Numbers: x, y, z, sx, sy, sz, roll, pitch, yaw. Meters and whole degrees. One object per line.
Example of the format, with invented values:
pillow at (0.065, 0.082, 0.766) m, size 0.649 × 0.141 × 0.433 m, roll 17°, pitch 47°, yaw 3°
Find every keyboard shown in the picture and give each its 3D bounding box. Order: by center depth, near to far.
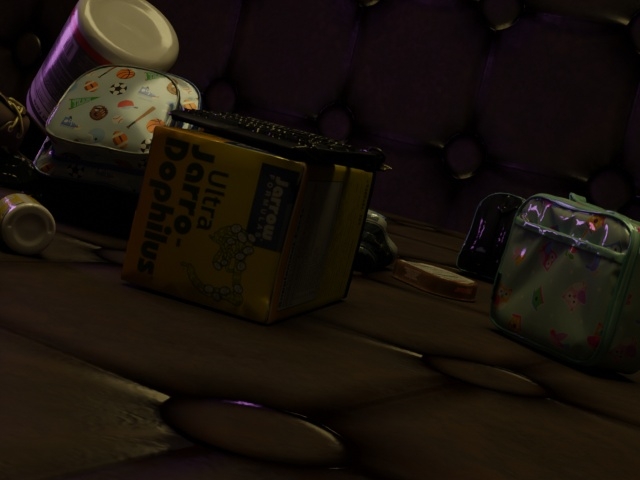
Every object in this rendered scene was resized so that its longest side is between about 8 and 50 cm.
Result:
keyboard at (-0.037, -0.128, 1.412) m, size 0.201 × 0.033 × 0.317 m, roll 9°, pitch 9°, yaw -38°

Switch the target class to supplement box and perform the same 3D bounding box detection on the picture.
supplement box at (-0.078, -0.026, 1.445) m, size 0.195 × 0.194 × 0.356 m, roll 15°, pitch 6°, yaw 15°

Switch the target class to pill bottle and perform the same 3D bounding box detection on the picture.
pill bottle at (-0.372, -0.024, 1.390) m, size 0.065 × 0.065 × 0.116 m, roll 11°, pitch 7°, yaw -26°
pill bottle at (-0.443, -0.294, 2.173) m, size 0.210 × 0.363 × 0.210 m, roll 23°, pitch 42°, yaw -23°

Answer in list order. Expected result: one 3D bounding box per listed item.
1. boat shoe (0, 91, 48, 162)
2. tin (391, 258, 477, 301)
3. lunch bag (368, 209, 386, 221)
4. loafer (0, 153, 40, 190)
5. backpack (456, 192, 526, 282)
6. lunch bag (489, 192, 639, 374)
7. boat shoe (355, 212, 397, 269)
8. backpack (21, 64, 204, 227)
boat shoe at (-0.566, -0.205, 2.013) m, size 0.097 × 0.116 × 0.324 m, roll -2°, pitch -23°, yaw 8°
tin at (0.201, 0.069, 1.985) m, size 0.106 × 0.040 × 0.190 m, roll 5°, pitch 9°, yaw -29°
lunch bag at (0.038, -0.040, 2.359) m, size 0.151 × 0.096 × 0.129 m, roll 30°, pitch 15°, yaw 36°
loafer at (-0.532, -0.115, 2.011) m, size 0.170 × 0.062 × 0.061 m, roll 10°, pitch -19°, yaw -14°
backpack at (0.398, -0.002, 2.361) m, size 0.166 × 0.188 × 0.144 m, roll 17°, pitch 7°, yaw 40°
lunch bag at (0.357, 0.050, 1.572) m, size 0.108 × 0.224 × 0.279 m, roll 11°, pitch 7°, yaw -28°
boat shoe at (0.092, 0.024, 2.062) m, size 0.065 × 0.083 × 0.183 m, roll 16°, pitch -21°, yaw 20°
backpack at (-0.308, -0.161, 1.780) m, size 0.276 × 0.213 × 0.263 m, roll 14°, pitch 46°, yaw 4°
